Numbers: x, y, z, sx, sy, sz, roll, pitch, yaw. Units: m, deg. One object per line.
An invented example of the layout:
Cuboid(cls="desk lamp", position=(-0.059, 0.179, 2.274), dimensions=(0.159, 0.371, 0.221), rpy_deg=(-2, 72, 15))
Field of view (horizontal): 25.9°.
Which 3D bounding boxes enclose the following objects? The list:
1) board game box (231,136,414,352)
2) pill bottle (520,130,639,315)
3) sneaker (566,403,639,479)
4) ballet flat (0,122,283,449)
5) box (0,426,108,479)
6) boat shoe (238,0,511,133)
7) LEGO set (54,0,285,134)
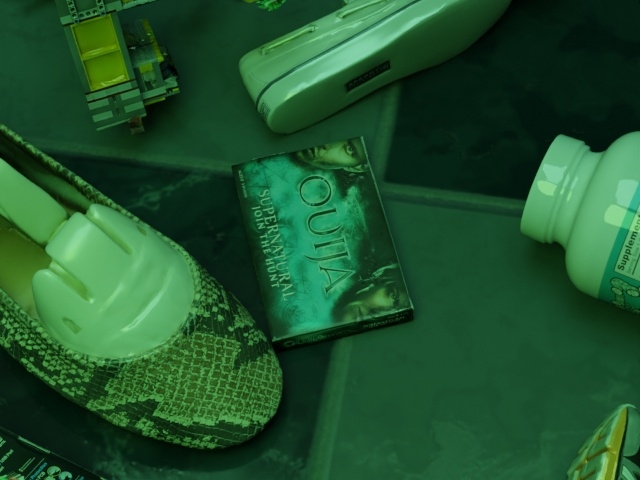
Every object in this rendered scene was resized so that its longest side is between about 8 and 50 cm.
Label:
Cuboid(cls="board game box", position=(0.000, 0.000, 1.231), dimensions=(0.126, 0.026, 0.186), rpy_deg=(-13, 60, -3))
Cuboid(cls="pill bottle", position=(0.303, 0.001, 1.141), dimensions=(0.264, 0.146, 0.146), rpy_deg=(23, 64, 17))
Cuboid(cls="sneaker", position=(0.230, 0.230, 1.059), dimensions=(0.083, 0.084, 0.215), rpy_deg=(14, 65, -3))
Cuboid(cls="ballet flat", position=(-0.240, -0.003, 1.160), dimensions=(0.483, 0.182, 0.164), rpy_deg=(35, 67, 21))
Cuboid(cls="box", position=(-0.244, 0.252, 1.044), dimensions=(0.175, 0.051, 0.220), rpy_deg=(22, 41, 16))
Cuboid(cls="boat shoe", position=(0.050, -0.196, 1.306), dimensions=(0.267, 0.096, 0.088), rpy_deg=(-30, 67, -3))
Cuboid(cls="LEGO set", position=(-0.154, -0.248, 1.307), dimensions=(0.255, 0.192, 0.331), rpy_deg=(-24, 44, -13))
